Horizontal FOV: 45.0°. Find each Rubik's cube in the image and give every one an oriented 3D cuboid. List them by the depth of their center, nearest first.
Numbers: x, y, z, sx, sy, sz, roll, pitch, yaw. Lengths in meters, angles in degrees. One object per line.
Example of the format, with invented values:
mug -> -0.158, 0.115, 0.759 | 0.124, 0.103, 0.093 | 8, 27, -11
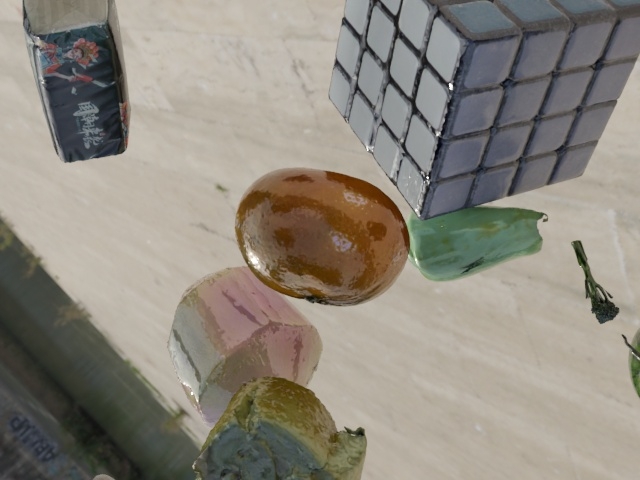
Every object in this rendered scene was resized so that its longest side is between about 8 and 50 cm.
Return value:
Rubik's cube -> 0.249, -0.289, 1.227 | 0.337, 0.344, 0.344 | 57, 152, 36

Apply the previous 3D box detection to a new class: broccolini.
broccolini -> 0.383, 0.053, 1.084 | 0.035, 0.140, 0.030 | -29, 136, 29

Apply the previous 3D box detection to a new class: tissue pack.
tissue pack -> -0.241, -0.174, 0.777 | 0.170, 0.090, 0.103 | 96, 160, -52

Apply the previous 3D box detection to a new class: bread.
bread -> -0.053, 0.299, 0.910 | 0.186, 0.124, 0.257 | 13, 110, 14

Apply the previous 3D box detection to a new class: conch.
conch -> 0.256, 0.000, 1.305 | 0.250, 0.137, 0.143 | -5, 119, 16

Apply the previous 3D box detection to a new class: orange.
orange -> 0.000, 0.000, 1.046 | 0.240, 0.171, 0.240 | 15, 170, 3

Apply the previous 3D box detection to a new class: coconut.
coconut -> -0.121, 0.187, 1.239 | 0.245, 0.233, 0.233 | 49, 162, 37

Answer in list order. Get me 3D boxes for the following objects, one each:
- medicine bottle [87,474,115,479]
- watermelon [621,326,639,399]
medicine bottle -> -0.402, 0.489, 1.153 | 0.165, 0.273, 0.165 | 56, 171, 14
watermelon -> 0.589, 0.233, 1.274 | 0.204, 0.232, 0.127 | 49, 126, 26
